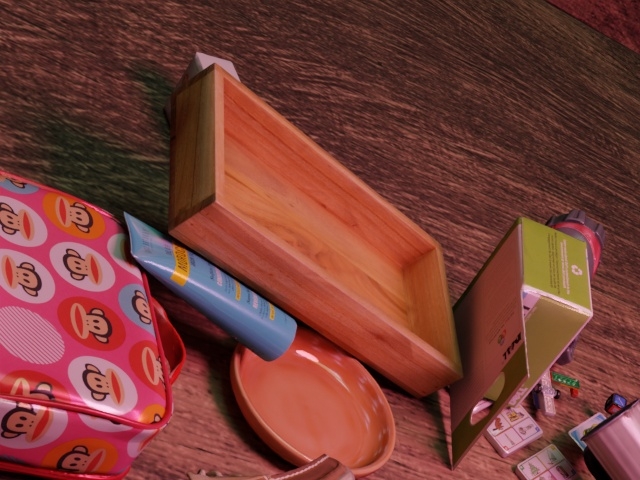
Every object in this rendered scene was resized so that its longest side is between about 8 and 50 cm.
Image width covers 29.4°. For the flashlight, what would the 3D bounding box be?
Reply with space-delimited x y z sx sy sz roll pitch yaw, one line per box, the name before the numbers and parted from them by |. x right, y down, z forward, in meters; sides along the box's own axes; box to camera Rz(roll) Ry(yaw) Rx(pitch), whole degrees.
flashlight | 0.346 0.057 1.759 0.103 0.103 0.304 15 28 14

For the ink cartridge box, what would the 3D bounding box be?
ink cartridge box | 0.230 0.130 1.413 0.097 0.189 0.255 20 41 -12

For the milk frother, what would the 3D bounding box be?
milk frother | 0.342 0.280 1.392 0.143 0.129 0.135 -24 74 -45

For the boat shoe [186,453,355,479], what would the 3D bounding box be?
boat shoe | -0.084 0.243 1.032 0.116 0.123 0.324 44 29 16

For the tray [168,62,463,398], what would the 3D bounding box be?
tray | 0.000 0.000 1.350 0.411 0.076 0.203 36 35 -37

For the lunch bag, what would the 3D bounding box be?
lunch bag | -0.243 0.073 1.092 0.258 0.120 0.293 18 35 -31

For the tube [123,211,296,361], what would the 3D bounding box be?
tube | -0.114 0.048 1.208 0.207 0.052 0.080 38 10 -29

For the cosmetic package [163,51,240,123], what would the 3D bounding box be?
cosmetic package | -0.123 -0.119 1.503 0.060 0.099 0.239 14 37 -37

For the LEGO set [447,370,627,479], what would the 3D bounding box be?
LEGO set | 0.281 0.218 1.537 0.244 0.060 0.182 -20 62 -42

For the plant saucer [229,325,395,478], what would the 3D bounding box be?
plant saucer | -0.012 0.172 1.282 0.200 0.037 0.200 27 32 -19
